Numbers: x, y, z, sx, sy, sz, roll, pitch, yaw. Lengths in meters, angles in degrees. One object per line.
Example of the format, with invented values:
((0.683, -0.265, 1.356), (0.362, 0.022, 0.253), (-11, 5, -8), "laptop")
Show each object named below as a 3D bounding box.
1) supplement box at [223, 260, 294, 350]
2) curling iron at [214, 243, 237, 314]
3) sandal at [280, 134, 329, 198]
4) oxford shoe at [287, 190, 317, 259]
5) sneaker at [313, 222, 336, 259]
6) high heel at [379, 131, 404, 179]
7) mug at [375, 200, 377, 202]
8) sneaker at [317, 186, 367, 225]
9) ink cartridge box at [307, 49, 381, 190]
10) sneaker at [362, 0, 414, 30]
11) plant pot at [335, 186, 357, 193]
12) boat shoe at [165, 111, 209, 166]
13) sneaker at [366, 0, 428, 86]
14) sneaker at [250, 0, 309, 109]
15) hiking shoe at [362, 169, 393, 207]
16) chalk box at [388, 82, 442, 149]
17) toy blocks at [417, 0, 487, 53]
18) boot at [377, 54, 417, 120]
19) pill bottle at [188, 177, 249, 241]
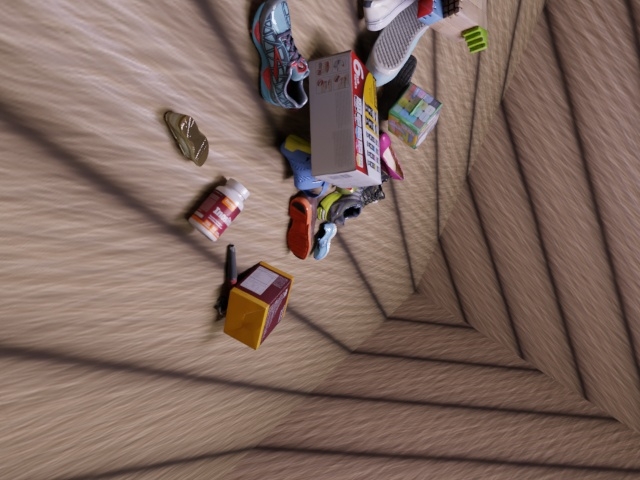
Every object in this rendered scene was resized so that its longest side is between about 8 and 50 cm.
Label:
((-0.201, 0.210, 1.475), (0.194, 0.129, 0.191), (-47, 158, -54), "supplement box")
((-0.280, 0.127, 1.383), (0.068, 0.035, 0.274), (-29, 145, -47), "curling iron")
((-0.032, -0.209, 1.343), (0.138, 0.126, 0.317), (-55, 155, 5), "sandal")
((-0.048, -0.046, 1.545), (0.098, 0.096, 0.271), (-43, 154, -41), "oxford shoe")
((0.000, 0.000, 1.757), (0.073, 0.063, 0.162), (2, 115, -43), "sneaker")
((0.285, -0.331, 1.795), (0.082, 0.117, 0.244), (-48, 155, -19), "high heel")
((0.221, -0.193, 1.912), (0.078, 0.064, 0.062), (-35, 148, -41), "mug")
((0.121, -0.154, 1.695), (0.300, 0.121, 0.111), (-45, 154, -26), "sneaker")
((0.084, -0.311, 1.246), (0.272, 0.130, 0.310), (6, 81, -65), "ink cartridge box")
((0.207, -0.689, 1.232), (0.258, 0.094, 0.091), (-54, 148, -18), "sneaker")
((0.091, -0.223, 1.621), (0.083, 0.083, 0.079), (-42, 140, -31), "plant pot")
((-0.282, -0.214, 0.958), (0.056, 0.048, 0.153), (-63, 165, -17), "boat shoe")
((0.236, -0.625, 1.372), (0.366, 0.135, 0.150), (-55, -174, -16), "sneaker")
((-0.070, -0.411, 1.003), (0.104, 0.125, 0.262), (-45, 154, -26), "sneaker")
((0.198, -0.183, 1.817), (0.086, 0.114, 0.227), (3, 118, -63), "hiking shoe")
((0.320, -0.433, 1.544), (0.132, 0.132, 0.213), (-49, 168, -3), "chalk box")
((0.332, -0.721, 1.190), (0.260, 0.190, 0.382), (2, 88, -42), "toy blocks")
((0.288, -0.549, 1.597), (0.161, 0.083, 0.247), (-37, 157, -48), "boot")
((-0.250, -0.079, 1.123), (0.152, 0.086, 0.086), (-52, 156, -12), "pill bottle")
